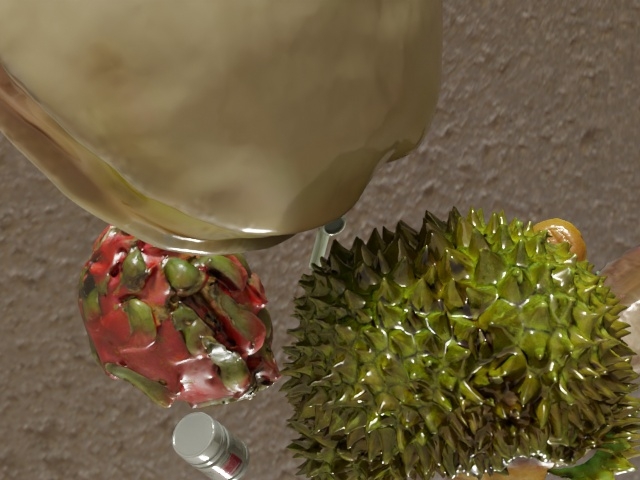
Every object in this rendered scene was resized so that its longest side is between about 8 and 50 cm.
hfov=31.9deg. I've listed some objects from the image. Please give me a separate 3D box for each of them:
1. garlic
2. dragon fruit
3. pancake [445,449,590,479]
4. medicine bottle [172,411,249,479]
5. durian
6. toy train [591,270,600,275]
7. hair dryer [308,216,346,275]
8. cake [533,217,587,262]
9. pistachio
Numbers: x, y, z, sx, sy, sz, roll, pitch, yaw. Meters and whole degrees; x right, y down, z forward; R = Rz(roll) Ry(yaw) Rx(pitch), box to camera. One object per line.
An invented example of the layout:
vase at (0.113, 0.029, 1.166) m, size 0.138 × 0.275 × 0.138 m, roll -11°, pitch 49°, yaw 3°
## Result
garlic at (0.285, 0.069, 0.987) m, size 0.198 × 0.128 × 0.091 m, roll -30°, pitch 104°, yaw -12°
dragon fruit at (-0.180, 0.094, 1.480) m, size 0.303 × 0.231 × 0.237 m, roll 48°, pitch 118°, yaw 0°
pancake at (0.221, 0.249, 1.432) m, size 0.257 × 0.212 × 0.056 m, roll -13°, pitch 124°, yaw 19°
medicine bottle at (-0.128, 0.244, 1.313) m, size 0.058 × 0.058 × 0.091 m, roll -10°, pitch 146°, yaw 22°
durian at (0.085, 0.071, 0.714) m, size 0.236 × 0.200 × 0.177 m, roll 3°, pitch 124°, yaw 24°
toy train at (0.416, 0.088, 1.714) m, size 0.045 × 0.029 × 0.092 m, roll 29°, pitch 108°, yaw 0°
hair dryer at (0.000, 0.000, 1.612) m, size 0.037 × 0.063 × 0.124 m, roll 1°, pitch 121°, yaw -23°
cake at (0.295, 0.017, 1.414) m, size 0.084 × 0.084 × 0.044 m, roll -7°, pitch 159°, yaw 19°
pistachio at (-0.087, -0.204, 0.700) m, size 0.281 × 0.365 × 0.446 m, roll -31°, pitch 75°, yaw 48°
